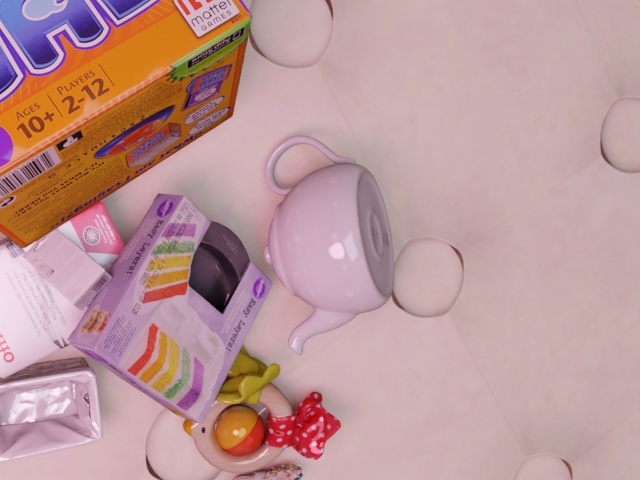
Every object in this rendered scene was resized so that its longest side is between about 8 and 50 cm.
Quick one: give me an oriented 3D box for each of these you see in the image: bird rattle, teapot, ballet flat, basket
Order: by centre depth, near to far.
[{"bbox_3d":[-0.414,0.245,1.212,0.167,0.103,0.113,-8,99,-18],"label":"basket"},{"bbox_3d":[0.000,0.000,1.291,0.187,0.256,0.252,-9,127,18],"label":"teapot"},{"bbox_3d":[-0.105,0.289,1.345,0.207,0.143,0.253,-39,121,1],"label":"bird rattle"},{"bbox_3d":[-0.137,0.437,1.348,0.241,0.091,0.077,-40,88,-14],"label":"ballet flat"}]

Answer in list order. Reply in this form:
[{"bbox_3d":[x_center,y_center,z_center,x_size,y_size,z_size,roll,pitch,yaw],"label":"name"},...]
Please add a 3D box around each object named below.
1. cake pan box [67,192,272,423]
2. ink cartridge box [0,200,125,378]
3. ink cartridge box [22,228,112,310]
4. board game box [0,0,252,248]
[{"bbox_3d":[-0.204,0.098,1.209,0.246,0.070,0.267,52,56,-43],"label":"cake pan box"},{"bbox_3d":[-0.394,0.064,1.199,0.237,0.100,0.172,-28,105,-16],"label":"ink cartridge box"},{"bbox_3d":[-0.347,0.036,1.127,0.115,0.029,0.063,36,78,23],"label":"ink cartridge box"},{"bbox_3d":[-0.339,-0.254,0.999,0.356,0.356,0.356,-35,88,-13],"label":"board game box"}]
